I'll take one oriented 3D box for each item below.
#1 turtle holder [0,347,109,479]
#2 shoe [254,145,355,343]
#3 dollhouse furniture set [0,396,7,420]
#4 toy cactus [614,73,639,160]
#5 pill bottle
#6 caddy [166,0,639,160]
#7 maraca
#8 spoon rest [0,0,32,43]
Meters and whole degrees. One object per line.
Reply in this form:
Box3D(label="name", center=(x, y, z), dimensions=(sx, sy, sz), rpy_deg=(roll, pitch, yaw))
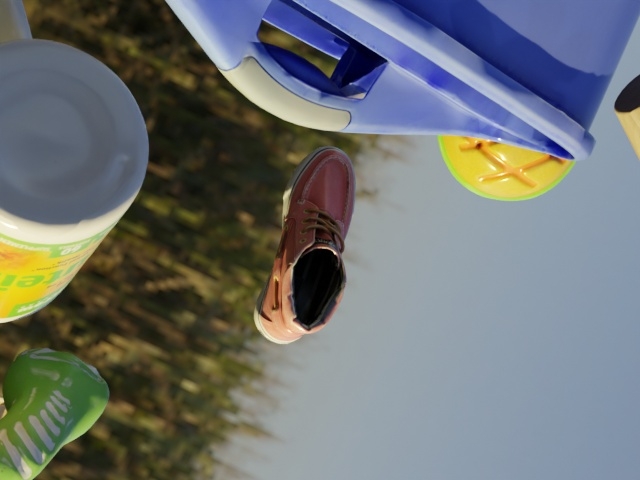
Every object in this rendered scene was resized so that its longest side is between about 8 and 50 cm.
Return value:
Box3D(label="turtle holder", center=(-0.331, 0.180, 1.348), dimensions=(0.320, 0.243, 0.227), rpy_deg=(-59, -174, 18))
Box3D(label="shoe", center=(0.000, 0.000, 1.545), dimensions=(0.081, 0.063, 0.178), rpy_deg=(-19, -130, 66))
Box3D(label="dollhouse furniture set", center=(-0.325, 0.202, 1.708), dimensions=(0.081, 0.091, 0.114), rpy_deg=(-122, -134, -68))
Box3D(label="toy cactus", center=(0.203, -0.003, 0.841), dimensions=(0.112, 0.180, 0.219), rpy_deg=(-9, -142, 56))
Box3D(label="pill bottle", center=(-0.214, -0.024, 1.244), dimensions=(0.246, 0.136, 0.136), rpy_deg=(-43, -159, 59))
Box3D(label="caddy", center=(0.016, -0.142, 0.904), dimensions=(0.341, 0.241, 0.179), rpy_deg=(25, 91, -50))
Box3D(label="maraca", center=(0.161, -0.121, 1.501), dimensions=(0.099, 0.127, 0.185), rpy_deg=(-107, -156, -72))
Box3D(label="spoon rest", center=(-0.271, -0.226, 1.275), dimensions=(0.084, 0.137, 0.276), rpy_deg=(-76, 148, -61))
